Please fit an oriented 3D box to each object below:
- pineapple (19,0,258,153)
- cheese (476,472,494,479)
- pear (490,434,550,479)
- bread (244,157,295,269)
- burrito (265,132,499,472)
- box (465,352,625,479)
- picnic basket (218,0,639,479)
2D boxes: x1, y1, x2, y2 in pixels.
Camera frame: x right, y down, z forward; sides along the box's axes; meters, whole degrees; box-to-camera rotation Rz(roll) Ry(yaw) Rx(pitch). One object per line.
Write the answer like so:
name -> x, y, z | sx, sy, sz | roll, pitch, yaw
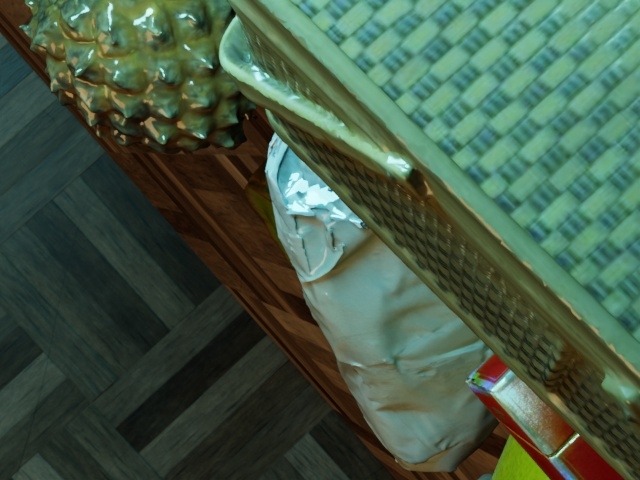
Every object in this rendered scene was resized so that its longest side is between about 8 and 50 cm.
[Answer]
pineapple -> -0.111, -0.130, 1.066 | 0.193, 0.166, 0.166 | 52, 170, -33
cheese -> 0.229, 0.355, 1.579 | 0.189, 0.154, 0.198 | 32, 163, 41
pear -> 0.196, 0.207, 1.021 | 0.267, 0.178, 0.267 | 42, 172, 7
bread -> 0.031, 0.017, 1.304 | 0.236, 0.070, 0.236 | 46, 170, 11
burrito -> 0.058, 0.034, 1.092 | 0.445, 0.139, 0.101 | 64, -167, -50
box -> 0.181, 0.107, 0.852 | 0.175, 0.112, 0.048 | 48, 172, -13
picnic basket -> 0.106, -0.030, 0.426 | 0.266, 0.165, 0.139 | 46, 173, 12
